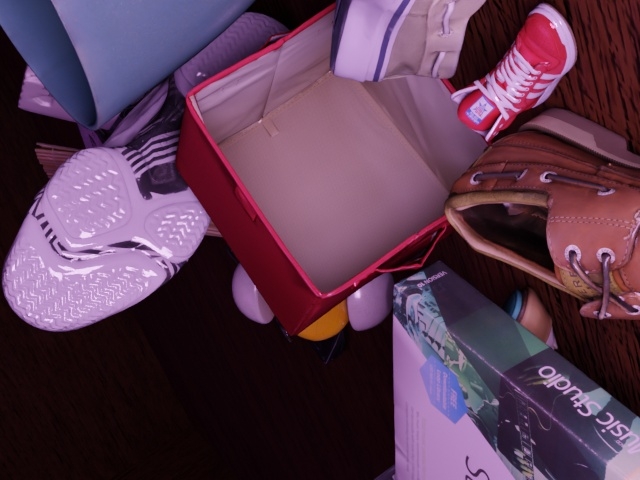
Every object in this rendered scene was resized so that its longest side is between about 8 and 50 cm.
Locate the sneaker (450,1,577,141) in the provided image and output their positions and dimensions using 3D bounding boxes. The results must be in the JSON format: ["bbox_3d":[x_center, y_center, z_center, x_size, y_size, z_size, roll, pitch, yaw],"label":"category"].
[{"bbox_3d":[0.122,-0.104,0.973,0.042,0.067,0.118,52,165,15],"label":"sneaker"}]

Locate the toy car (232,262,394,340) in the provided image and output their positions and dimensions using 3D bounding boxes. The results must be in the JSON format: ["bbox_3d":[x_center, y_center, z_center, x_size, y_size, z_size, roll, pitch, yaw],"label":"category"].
[{"bbox_3d":[0.000,0.000,1.495,0.159,0.136,0.182,5,114,17],"label":"toy car"}]

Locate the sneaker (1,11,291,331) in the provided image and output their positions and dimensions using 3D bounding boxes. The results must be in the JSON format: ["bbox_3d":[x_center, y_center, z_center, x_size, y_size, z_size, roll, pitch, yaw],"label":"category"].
[{"bbox_3d":[-0.163,-0.046,1.421,0.137,0.366,0.210,42,158,-5],"label":"sneaker"}]

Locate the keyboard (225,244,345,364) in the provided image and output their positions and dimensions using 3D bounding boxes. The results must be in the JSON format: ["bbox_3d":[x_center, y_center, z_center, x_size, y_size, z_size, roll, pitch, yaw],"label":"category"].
[{"bbox_3d":[-0.070,0.027,1.981,0.317,0.033,0.201,54,159,14],"label":"keyboard"}]

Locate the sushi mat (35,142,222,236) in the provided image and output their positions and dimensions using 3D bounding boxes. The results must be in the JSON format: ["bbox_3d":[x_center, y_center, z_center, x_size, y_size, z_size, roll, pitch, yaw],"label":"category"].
[{"bbox_3d":[-0.157,-0.049,1.702,0.316,0.019,0.151,8,154,17],"label":"sushi mat"}]

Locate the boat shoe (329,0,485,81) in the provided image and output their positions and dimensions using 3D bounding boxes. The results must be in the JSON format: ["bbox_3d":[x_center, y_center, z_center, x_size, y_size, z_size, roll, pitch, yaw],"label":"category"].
[{"bbox_3d":[0.067,-0.184,0.954,0.302,0.094,0.109,113,160,-75],"label":"boat shoe"}]

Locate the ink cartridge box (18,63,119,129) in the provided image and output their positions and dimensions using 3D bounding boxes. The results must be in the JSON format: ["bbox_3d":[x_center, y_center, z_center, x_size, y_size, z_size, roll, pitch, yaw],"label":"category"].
[{"bbox_3d":[-0.213,-0.240,1.456,0.100,0.237,0.172,15,172,-12],"label":"ink cartridge box"}]

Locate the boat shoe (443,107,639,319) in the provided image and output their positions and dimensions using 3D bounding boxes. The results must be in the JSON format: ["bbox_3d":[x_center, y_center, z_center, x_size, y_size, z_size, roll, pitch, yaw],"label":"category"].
[{"bbox_3d":[0.189,0.008,0.916,0.307,0.104,0.111,28,145,60],"label":"boat shoe"}]

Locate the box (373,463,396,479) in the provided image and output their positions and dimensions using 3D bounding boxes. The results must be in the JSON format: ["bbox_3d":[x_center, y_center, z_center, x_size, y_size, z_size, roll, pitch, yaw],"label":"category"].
[{"bbox_3d":[0.044,0.343,1.747,0.073,0.295,0.293,51,166,15],"label":"box"}]

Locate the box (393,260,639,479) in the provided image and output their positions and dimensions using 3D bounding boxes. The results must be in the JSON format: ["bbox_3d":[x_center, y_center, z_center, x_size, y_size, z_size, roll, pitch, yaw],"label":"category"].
[{"bbox_3d":[0.174,0.191,1.161,0.322,0.058,0.232,38,145,39],"label":"box"}]

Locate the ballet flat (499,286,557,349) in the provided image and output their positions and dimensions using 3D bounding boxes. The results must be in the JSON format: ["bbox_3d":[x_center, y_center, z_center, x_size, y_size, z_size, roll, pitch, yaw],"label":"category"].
[{"bbox_3d":[0.165,0.090,1.290,0.073,0.080,0.232,29,168,-3],"label":"ballet flat"}]

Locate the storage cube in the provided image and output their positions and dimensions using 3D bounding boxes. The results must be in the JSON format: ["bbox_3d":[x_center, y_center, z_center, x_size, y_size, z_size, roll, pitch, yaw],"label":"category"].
[{"bbox_3d":[0.009,-0.056,1.221,0.215,0.183,0.193,55,166,5],"label":"storage cube"}]

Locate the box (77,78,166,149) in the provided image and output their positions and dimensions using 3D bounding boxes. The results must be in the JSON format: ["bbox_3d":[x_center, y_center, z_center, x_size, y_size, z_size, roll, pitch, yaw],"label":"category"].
[{"bbox_3d":[-0.200,-0.152,1.770,0.163,0.142,0.247,46,162,22],"label":"box"}]

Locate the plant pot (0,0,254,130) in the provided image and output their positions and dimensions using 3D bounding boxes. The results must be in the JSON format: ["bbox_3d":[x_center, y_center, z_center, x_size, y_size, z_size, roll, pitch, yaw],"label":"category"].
[{"bbox_3d":[-0.157,-0.272,1.201,0.293,0.235,0.293,52,166,19],"label":"plant pot"}]
